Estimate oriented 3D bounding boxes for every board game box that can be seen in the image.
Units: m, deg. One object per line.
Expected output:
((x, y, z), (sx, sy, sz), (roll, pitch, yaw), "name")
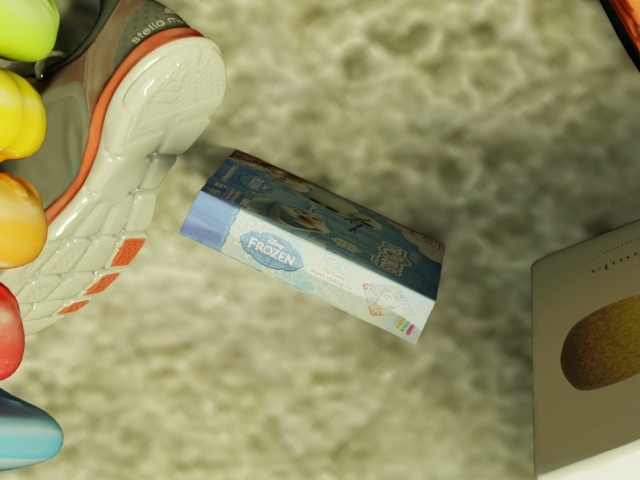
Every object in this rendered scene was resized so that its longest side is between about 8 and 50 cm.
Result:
((0.000, 0.000, 0.703), (0.090, 0.090, 0.020), (26, 103, -1), "board game box")

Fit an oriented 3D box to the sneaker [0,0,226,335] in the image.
((-0.096, -0.029, 0.734), (0.158, 0.061, 0.065), (-51, 62, 20), "sneaker")

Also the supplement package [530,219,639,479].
((0.153, 0.070, 0.624), (0.139, 0.244, 0.134), (-22, 100, 10), "supplement package")

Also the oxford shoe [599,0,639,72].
((0.107, -0.166, 0.616), (0.098, 0.097, 0.271), (-26, 136, 4), "oxford shoe")

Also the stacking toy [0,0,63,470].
((-0.146, -0.081, 0.650), (0.175, 0.166, 0.302), (17, 90, 26), "stacking toy")
